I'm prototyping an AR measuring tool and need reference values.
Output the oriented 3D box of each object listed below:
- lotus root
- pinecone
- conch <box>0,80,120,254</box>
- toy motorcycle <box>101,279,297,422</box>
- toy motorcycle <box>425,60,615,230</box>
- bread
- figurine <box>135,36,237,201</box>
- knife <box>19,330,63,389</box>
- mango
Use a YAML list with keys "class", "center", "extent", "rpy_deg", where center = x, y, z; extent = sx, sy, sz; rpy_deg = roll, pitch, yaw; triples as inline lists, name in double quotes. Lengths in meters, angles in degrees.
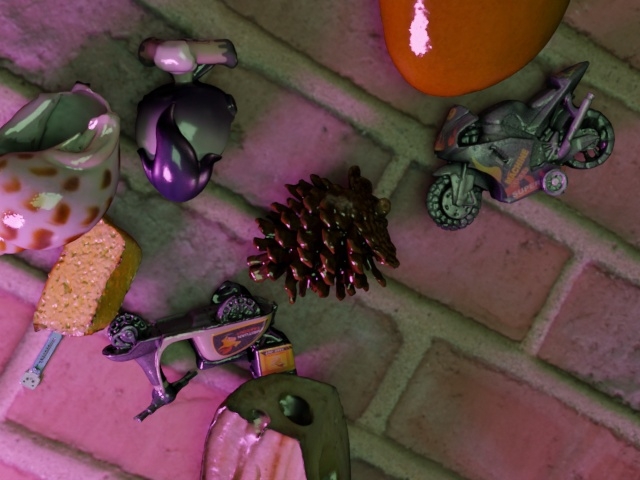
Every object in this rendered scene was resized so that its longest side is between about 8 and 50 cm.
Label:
- class: "lotus root"
  center: [-0.057, 0.335, 1.978]
  extent: [0.210, 0.142, 0.314]
  rpy_deg: [10, 121, 11]
- class: "pinecone"
  center: [-0.001, -0.002, 1.900]
  extent: [0.212, 0.185, 0.168]
  rpy_deg: [-9, 118, 5]
- class: "conch"
  center: [-0.368, -0.071, 1.813]
  extent: [0.275, 0.183, 0.149]
  rpy_deg: [-29, 138, 0]
- class: "toy motorcycle"
  center: [-0.174, 0.151, 1.934]
  extent: [0.263, 0.091, 0.157]
  rpy_deg: [-14, 108, -12]
- class: "toy motorcycle"
  center: [0.276, -0.139, 1.973]
  extent: [0.307, 0.108, 0.173]
  rpy_deg: [-25, 100, -9]
- class: "bread"
  center: [-0.317, 0.055, 1.875]
  extent: [0.103, 0.065, 0.187]
  rpy_deg: [24, 89, 23]
- class: "figurine"
  center: [-0.181, -0.163, 1.841]
  extent: [0.145, 0.145, 0.222]
  rpy_deg: [-3, 97, -13]
- class: "knife"
  center: [-0.391, 0.166, 1.927]
  extent: [0.027, 0.010, 0.096]
  rpy_deg: [30, 93, -17]
- class: "mango"
  center: [0.212, -0.409, 1.842]
  extent: [0.300, 0.232, 0.445]
  rpy_deg: [5, 106, -18]
